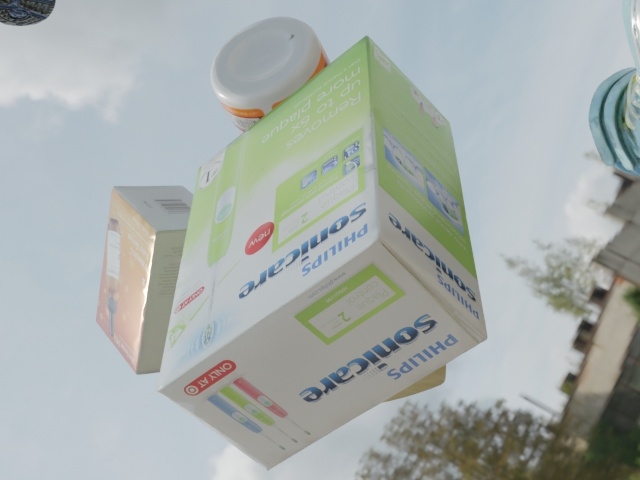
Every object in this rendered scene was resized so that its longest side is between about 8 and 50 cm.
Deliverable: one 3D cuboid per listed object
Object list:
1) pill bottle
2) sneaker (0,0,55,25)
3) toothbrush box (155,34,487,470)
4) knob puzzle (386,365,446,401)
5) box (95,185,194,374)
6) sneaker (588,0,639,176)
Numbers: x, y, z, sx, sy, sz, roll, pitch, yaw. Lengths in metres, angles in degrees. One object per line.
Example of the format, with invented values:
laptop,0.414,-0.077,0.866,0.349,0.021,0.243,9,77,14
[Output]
pill bottle,-0.022,-0.124,1.075,0.121,0.121,0.221,-52,-38,-18
sneaker,-0.300,-0.292,0.939,0.080,0.081,0.211,-7,-33,-7
toothbrush box,0.000,0.000,0.772,0.206,0.283,0.122,-35,-59,25
knob puzzle,0.056,0.131,1.119,0.213,0.213,0.030,83,-177,-51
box,-0.176,0.040,1.090,0.091,0.130,0.171,-3,-66,-34
sneaker,0.310,-0.140,0.923,0.127,0.208,0.319,-52,-52,-8
